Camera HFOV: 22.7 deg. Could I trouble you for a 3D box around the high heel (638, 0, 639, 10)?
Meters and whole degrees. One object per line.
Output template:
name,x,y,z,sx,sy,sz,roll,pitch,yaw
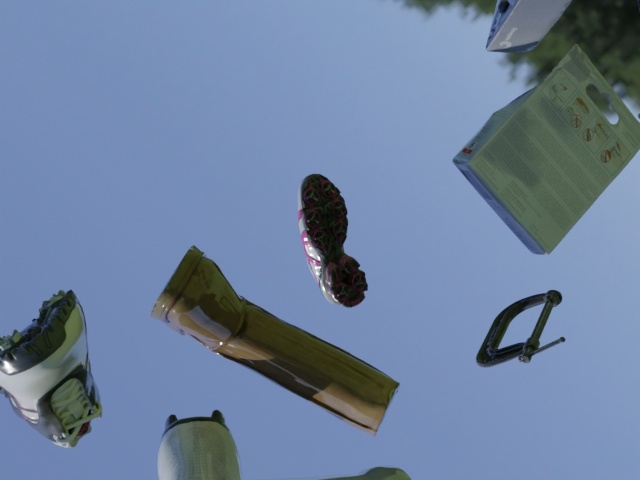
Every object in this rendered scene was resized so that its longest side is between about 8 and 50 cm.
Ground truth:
high heel,0.249,-0.260,1.423,0.261,0.186,0.093,87,-177,-49

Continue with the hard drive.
hard drive,0.244,-0.310,1.567,0.054,0.255,0.172,22,-129,-6

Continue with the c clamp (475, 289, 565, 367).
c clamp,0.251,0.106,1.917,0.022,0.137,0.161,53,-149,-16

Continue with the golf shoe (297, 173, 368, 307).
golf shoe,0.000,0.000,2.111,0.086,0.067,0.186,12,121,59

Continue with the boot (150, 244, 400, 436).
boot,-0.040,0.113,1.734,0.269,0.089,0.236,28,173,6

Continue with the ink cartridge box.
ink cartridge box,0.244,-0.097,1.688,0.145,0.179,0.045,47,166,-22

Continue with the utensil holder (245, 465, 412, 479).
utensil holder,-0.100,0.400,1.601,0.385,0.328,0.328,-1,-149,-12

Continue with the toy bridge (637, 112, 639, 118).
toy bridge,0.358,-0.069,1.482,0.188,0.063,0.026,33,-118,-27

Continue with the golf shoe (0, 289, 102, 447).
golf shoe,-0.239,0.122,1.452,0.120,0.105,0.273,52,166,1

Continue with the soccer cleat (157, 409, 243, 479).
soccer cleat,-0.139,0.332,1.909,0.331,0.116,0.143,82,-179,-56
